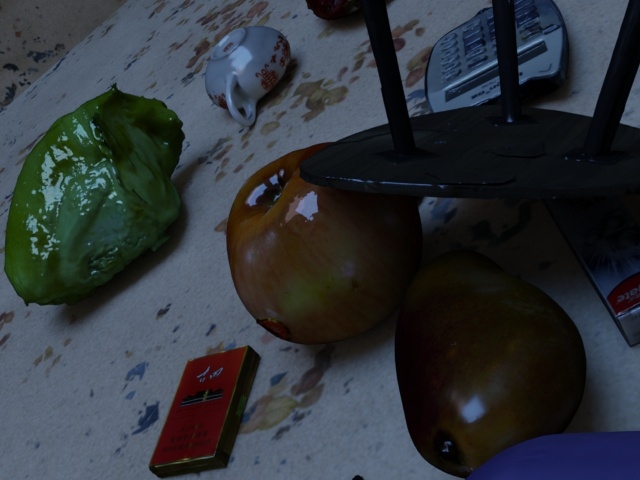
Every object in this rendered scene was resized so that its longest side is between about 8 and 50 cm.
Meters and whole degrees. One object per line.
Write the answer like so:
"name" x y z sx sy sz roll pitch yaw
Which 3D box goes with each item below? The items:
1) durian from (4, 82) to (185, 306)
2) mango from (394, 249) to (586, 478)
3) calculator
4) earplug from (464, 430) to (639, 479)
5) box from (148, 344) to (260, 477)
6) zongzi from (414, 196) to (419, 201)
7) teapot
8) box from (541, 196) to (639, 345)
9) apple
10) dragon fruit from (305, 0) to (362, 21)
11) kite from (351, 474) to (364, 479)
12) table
"durian" -0.335 -0.060 1.150 0.340 0.204 0.256 -39 44 4
"mango" 0.120 0.082 0.581 0.133 0.111 0.267 -30 16 13
"calculator" 0.205 -0.221 0.939 0.177 0.040 0.268 -24 35 24
"earplug" 0.235 0.164 0.296 0.456 0.215 0.215 -11 42 43
"box" -0.118 0.173 0.806 0.090 0.023 0.133 -15 40 31
"zongzi" 0.091 -0.080 0.875 0.073 0.067 0.083 23 84 47
"teapot" -0.124 -0.278 1.302 0.159 0.116 0.245 -10 48 23
"box" 0.230 -0.007 0.653 0.055 0.039 0.218 -30 34 13
"apple" 0.000 0.000 0.765 0.209 0.164 0.209 -29 32 21
"dragon fruit" 0.048 -0.415 1.314 0.161 0.120 0.127 -32 67 61
"kite" 0.000 0.296 0.542 0.152 0.015 0.285 -3 47 43
"table" 0.161 -0.187 0.623 0.317 0.249 0.317 -3 20 1
